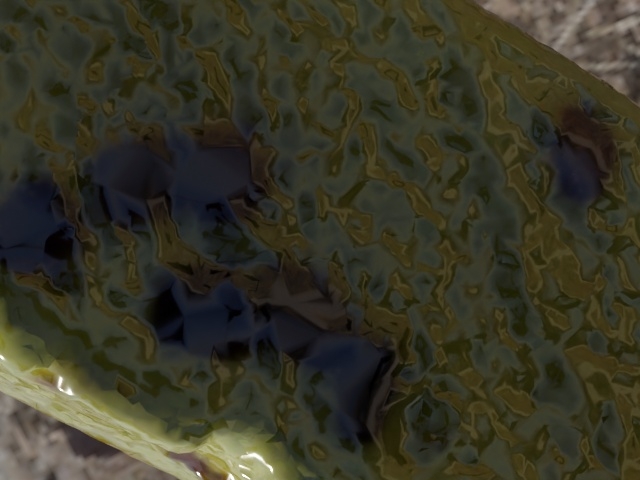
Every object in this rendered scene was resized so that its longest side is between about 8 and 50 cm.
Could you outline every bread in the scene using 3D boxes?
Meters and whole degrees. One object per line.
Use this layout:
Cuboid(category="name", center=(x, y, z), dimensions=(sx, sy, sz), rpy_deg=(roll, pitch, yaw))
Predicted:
Cuboid(category="bread", center=(0.000, 0.000, 0.468), dimensions=(0.361, 0.138, 0.077), rpy_deg=(29, 169, -15))
